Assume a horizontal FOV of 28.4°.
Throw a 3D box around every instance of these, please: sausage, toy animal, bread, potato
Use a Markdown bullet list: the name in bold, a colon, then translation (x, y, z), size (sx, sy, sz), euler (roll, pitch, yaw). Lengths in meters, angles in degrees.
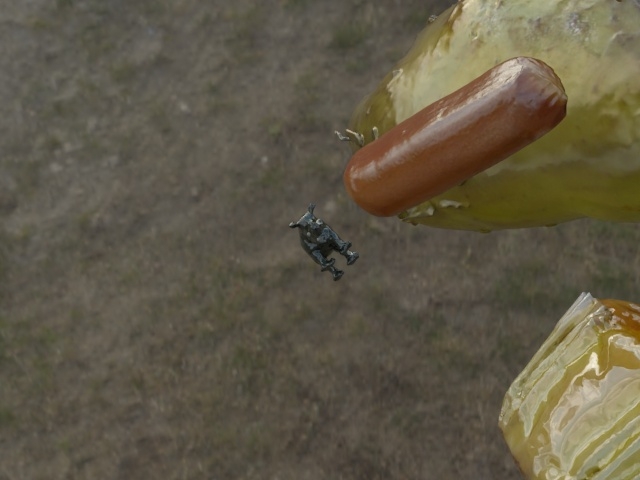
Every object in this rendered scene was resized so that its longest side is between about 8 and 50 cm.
- **sausage**: translation (0.068, -0.051, 0.638), size (0.131, 0.039, 0.041), euler (-28, 28, 39)
- **toy animal**: translation (0.000, 0.000, 1.414), size (0.047, 0.135, 0.065), euler (-44, 73, -1)
- **bread**: translation (0.207, 0.163, 0.694), size (0.119, 0.288, 0.152), euler (-37, 33, 4)
- **potato**: translation (0.149, -0.090, 0.785), size (0.300, 0.140, 0.172), euler (-7, 76, 34)
